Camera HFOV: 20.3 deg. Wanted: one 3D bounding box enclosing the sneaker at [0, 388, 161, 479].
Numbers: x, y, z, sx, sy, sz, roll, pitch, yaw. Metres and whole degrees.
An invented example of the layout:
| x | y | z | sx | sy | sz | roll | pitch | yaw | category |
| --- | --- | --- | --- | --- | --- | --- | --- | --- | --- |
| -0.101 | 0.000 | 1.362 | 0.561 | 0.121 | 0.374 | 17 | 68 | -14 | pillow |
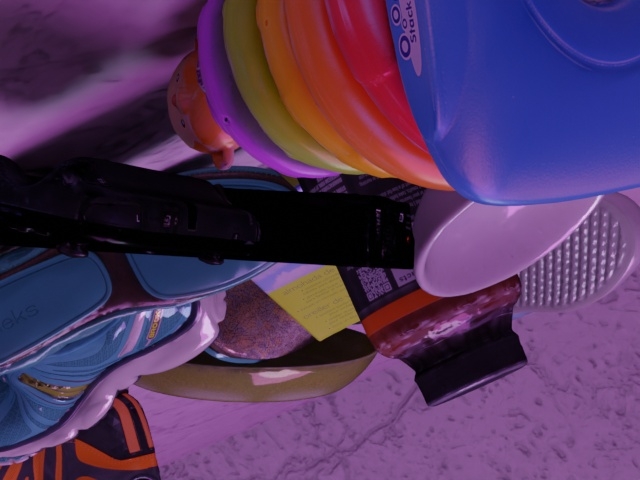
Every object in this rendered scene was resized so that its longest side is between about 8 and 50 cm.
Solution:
| x | y | z | sx | sy | sz | roll | pitch | yaw | category |
| --- | --- | --- | --- | --- | --- | --- | --- | --- | --- |
| -0.304 | 0.275 | 1.829 | 0.321 | 0.180 | 0.125 | -28 | 170 | 22 | sneaker |

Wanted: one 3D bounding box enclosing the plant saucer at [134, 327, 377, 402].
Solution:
| x | y | z | sx | sy | sz | roll | pitch | yaw | category |
| --- | --- | --- | --- | --- | --- | --- | --- | --- | --- |
| -0.071 | 0.099 | 1.493 | 0.241 | 0.037 | 0.241 | 3 | -173 | 0 | plant saucer |

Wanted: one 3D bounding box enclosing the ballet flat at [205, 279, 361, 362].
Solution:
| x | y | z | sx | sy | sz | roll | pitch | yaw | category |
| --- | --- | --- | --- | --- | --- | --- | --- | --- | --- |
| -0.008 | 0.021 | 1.460 | 0.106 | 0.107 | 0.316 | -49 | 167 | 20 | ballet flat |

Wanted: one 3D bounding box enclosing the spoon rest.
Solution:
| x | y | z | sx | sy | sz | roll | pitch | yaw | category |
| --- | --- | --- | --- | --- | --- | --- | --- | --- | --- |
| 0.121 | -0.059 | 0.978 | 0.137 | 0.084 | 0.276 | -20 | 145 | -24 | spoon rest |

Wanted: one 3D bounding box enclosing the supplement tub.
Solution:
| x | y | z | sx | sy | sz | roll | pitch | yaw | category |
| --- | --- | --- | --- | --- | --- | --- | --- | --- | --- |
| 0.060 | 0.003 | 1.137 | 0.106 | 0.197 | 0.106 | -23 | 172 | -3 | supplement tub |

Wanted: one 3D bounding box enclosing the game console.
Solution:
| x | y | z | sx | sy | sz | roll | pitch | yaw | category |
| --- | --- | --- | --- | --- | --- | --- | --- | --- | --- |
| -0.091 | -0.011 | 0.863 | 0.213 | 0.043 | 0.361 | 3 | 179 | 16 | game console |

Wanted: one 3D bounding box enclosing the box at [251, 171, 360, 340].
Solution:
| x | y | z | sx | sy | sz | roll | pitch | yaw | category |
| --- | --- | --- | --- | --- | --- | --- | --- | --- | --- |
| 0.000 | 0.000 | 1.284 | 0.109 | 0.042 | 0.178 | -28 | 142 | 14 | box |

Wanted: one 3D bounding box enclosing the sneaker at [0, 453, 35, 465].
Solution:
| x | y | z | sx | sy | sz | roll | pitch | yaw | category |
| --- | --- | --- | --- | --- | --- | --- | --- | --- | --- |
| -0.328 | 0.192 | 1.728 | 0.167 | 0.065 | 0.076 | -21 | -172 | 4 | sneaker |

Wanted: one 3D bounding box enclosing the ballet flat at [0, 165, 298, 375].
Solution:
| x | y | z | sx | sy | sz | roll | pitch | yaw | category |
| --- | --- | --- | --- | --- | --- | --- | --- | --- | --- |
| -0.129 | 0.010 | 1.134 | 0.247 | 0.083 | 0.087 | -23 | -165 | -7 | ballet flat |

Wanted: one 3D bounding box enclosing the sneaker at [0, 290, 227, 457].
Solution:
| x | y | z | sx | sy | sz | roll | pitch | yaw | category |
| --- | --- | --- | --- | --- | --- | --- | --- | --- | --- |
| -0.191 | 0.068 | 1.287 | 0.110 | 0.107 | 0.275 | 15 | 140 | -45 | sneaker |

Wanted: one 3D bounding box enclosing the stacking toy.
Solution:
| x | y | z | sx | sy | sz | roll | pitch | yaw | category |
| --- | --- | --- | --- | --- | --- | --- | --- | --- | --- |
| 0.014 | -0.086 | 0.762 | 0.166 | 0.175 | 0.302 | -9 | 178 | -36 | stacking toy |

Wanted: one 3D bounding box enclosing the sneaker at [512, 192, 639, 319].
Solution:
| x | y | z | sx | sy | sz | roll | pitch | yaw | category |
| --- | --- | --- | --- | --- | --- | --- | --- | --- | --- |
| 0.245 | 0.005 | 1.913 | 0.150 | 0.135 | 0.366 | -27 | -177 | -33 | sneaker |
